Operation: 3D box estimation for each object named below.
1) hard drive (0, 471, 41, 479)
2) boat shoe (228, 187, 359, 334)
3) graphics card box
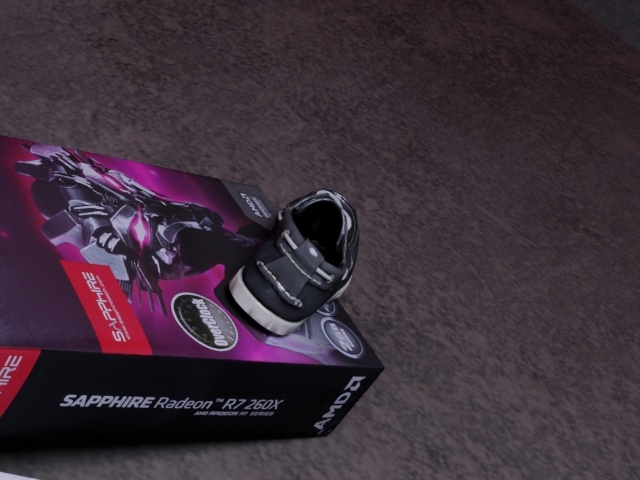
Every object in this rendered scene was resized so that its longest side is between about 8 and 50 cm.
[{"bbox_3d":[-0.254,0.241,0.633,0.203,0.040,0.307,16,35,-19],"label":"hard drive"},{"bbox_3d":[0.000,0.000,0.953,0.084,0.079,0.233,37,21,0],"label":"boat shoe"},{"bbox_3d":[-0.147,0.037,0.893,0.371,0.094,0.233,11,34,-46],"label":"graphics card box"}]
